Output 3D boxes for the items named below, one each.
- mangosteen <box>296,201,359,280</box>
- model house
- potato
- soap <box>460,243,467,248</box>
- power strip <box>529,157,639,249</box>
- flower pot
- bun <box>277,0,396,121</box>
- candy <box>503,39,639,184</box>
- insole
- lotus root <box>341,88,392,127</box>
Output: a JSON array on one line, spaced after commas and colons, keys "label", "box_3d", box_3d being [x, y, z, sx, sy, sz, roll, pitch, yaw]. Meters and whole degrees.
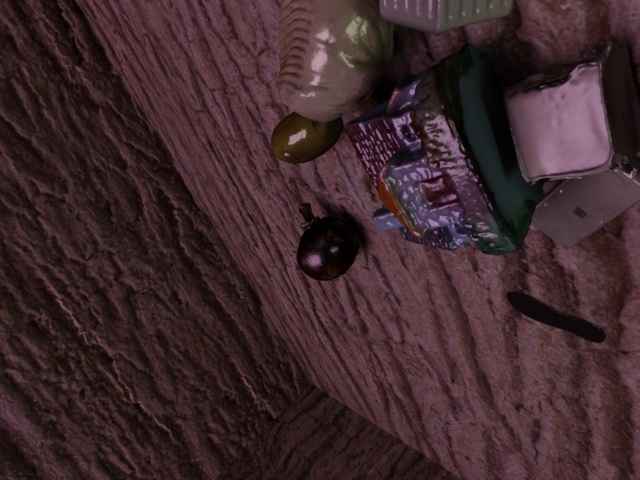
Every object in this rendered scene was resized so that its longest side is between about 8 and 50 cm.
[{"label": "mangosteen", "box_3d": [0.000, 0.000, 1.697, 0.289, 0.231, 0.231, 49, 156, 15]}, {"label": "model house", "box_3d": [0.199, -0.149, 0.978, 0.339, 0.297, 0.360, -14, 116, 42]}, {"label": "potato", "box_3d": [-0.041, -0.303, 1.389, 0.229, 0.197, 0.148, -25, 111, 30]}, {"label": "soap", "box_3d": [0.310, -0.047, 1.307, 0.198, 0.063, 0.114, 9, 131, 54]}, {"label": "power strip", "box_3d": [0.515, -0.076, 0.950, 0.118, 0.046, 0.270, 42, 153, 11]}, {"label": "flower pot", "box_3d": [0.199, -0.458, 0.748, 0.210, 0.239, 0.189, 7, 139, 16]}, {"label": "bun", "box_3d": [0.036, -0.435, 1.020, 0.365, 0.220, 0.364, -178, 90, -69]}, {"label": "candy", "box_3d": [0.417, -0.199, 0.794, 0.185, 0.137, 0.195, -4, 107, 58]}, {"label": "insole", "box_3d": [0.593, 0.195, 1.245, 0.253, 0.005, 0.086, 26, 147, 42]}, {"label": "lotus root", "box_3d": [0.192, -0.243, 1.148, 0.322, 0.140, 0.158, 37, 174, 8]}]
